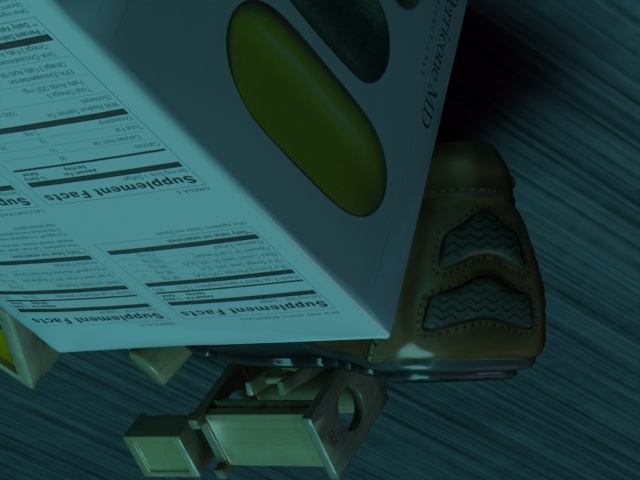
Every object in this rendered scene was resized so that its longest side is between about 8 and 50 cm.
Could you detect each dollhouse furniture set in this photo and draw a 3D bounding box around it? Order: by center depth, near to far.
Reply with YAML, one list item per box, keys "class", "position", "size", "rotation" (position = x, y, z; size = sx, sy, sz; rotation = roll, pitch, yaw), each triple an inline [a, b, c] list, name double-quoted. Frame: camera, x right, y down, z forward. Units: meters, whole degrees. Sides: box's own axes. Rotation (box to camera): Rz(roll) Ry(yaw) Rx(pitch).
- class: "dollhouse furniture set"
  position: [-0.068, 0.082, 1.237]
  size: [0.182, 0.101, 0.161]
  rotation: [-4, 123, 34]

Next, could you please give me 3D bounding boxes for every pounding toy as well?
- class: "pounding toy"
  position: [-0.192, 0.048, 1.117]
  size: [0.206, 0.094, 0.181]
  rotation: [32, 156, 14]

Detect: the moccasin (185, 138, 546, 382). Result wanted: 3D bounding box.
- class: "moccasin"
  position: [-0.003, 0.000, 0.952]
  size: [0.139, 0.147, 0.380]
  rotation: [0, 178, -18]

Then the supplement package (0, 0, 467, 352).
- class: "supplement package"
  position: [-0.092, -0.098, 0.739]
  size: [0.198, 0.199, 0.262]
  rotation: [-5, 147, 32]
